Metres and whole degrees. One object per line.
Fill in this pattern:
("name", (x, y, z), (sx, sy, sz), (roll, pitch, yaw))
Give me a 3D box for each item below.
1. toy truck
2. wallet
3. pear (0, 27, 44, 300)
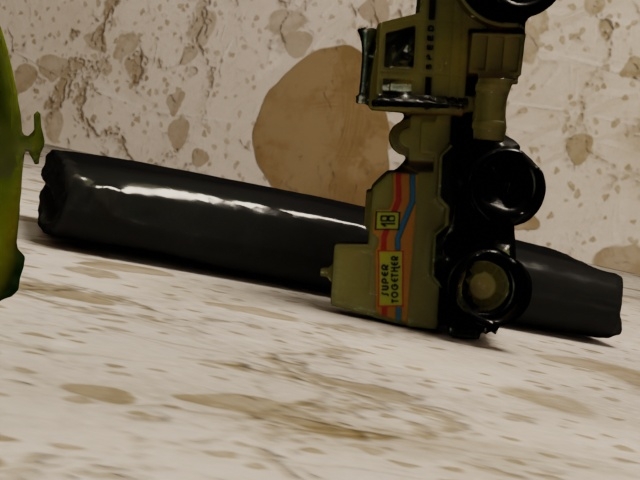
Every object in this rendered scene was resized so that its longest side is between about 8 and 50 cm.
("toy truck", (0.078, -0.073, 1.027), (0.127, 0.257, 0.127), (8, 4, 2))
("wallet", (0.000, 0.001, 1.205), (0.406, 0.062, 0.228), (11, 3, -13))
("pear", (-0.280, -0.072, 0.568), (0.281, 0.176, 0.286), (11, 2, 32))
